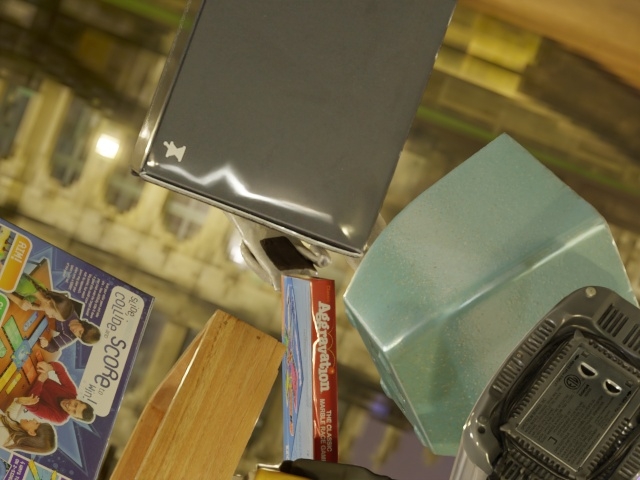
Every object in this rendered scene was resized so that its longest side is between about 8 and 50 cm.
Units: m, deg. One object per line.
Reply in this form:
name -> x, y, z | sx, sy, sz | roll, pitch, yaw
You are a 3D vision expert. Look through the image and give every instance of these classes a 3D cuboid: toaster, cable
toaster -> 0.179, 0.155, 1.270 | 0.129, 0.227, 0.146 | 33, 149, 15
cable -> 0.057, 0.236, 1.436 | 0.287, 0.072, 0.139 | 6, 150, 17

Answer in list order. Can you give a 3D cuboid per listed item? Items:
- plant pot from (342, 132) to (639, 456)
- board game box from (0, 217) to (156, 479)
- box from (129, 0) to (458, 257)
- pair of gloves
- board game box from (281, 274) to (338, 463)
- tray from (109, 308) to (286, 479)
plant pot -> 0.174, 0.082, 1.785 | 0.247, 0.252, 0.248 | 65, 173, -30
board game box -> -0.193, 0.087, 1.078 | 0.136, 0.035, 0.201 | 29, -135, -15
box -> -0.012, -0.180, 1.353 | 0.179, 0.343, 0.312 | 20, -179, -8
pair of gloves -> 0.000, 0.000, 2.277 | 0.240, 0.042, 0.204 | -1, -133, -33
board game box -> -0.010, 0.175, 1.608 | 0.027, 0.281, 0.145 | -1, -179, -13
tray -> -0.158, 0.271, 1.350 | 0.076, 0.411, 0.203 | 30, 147, -7
